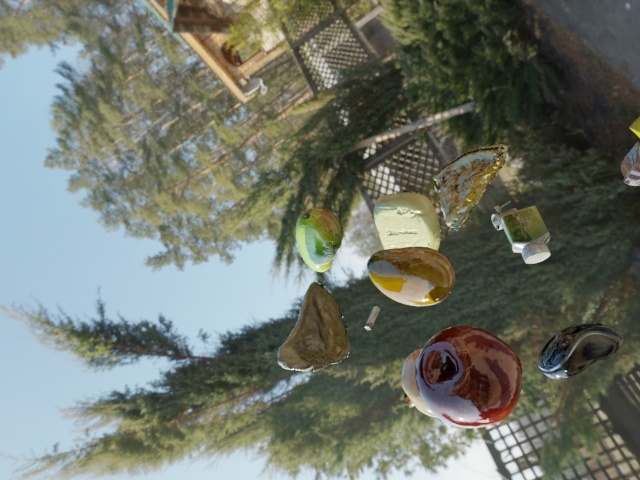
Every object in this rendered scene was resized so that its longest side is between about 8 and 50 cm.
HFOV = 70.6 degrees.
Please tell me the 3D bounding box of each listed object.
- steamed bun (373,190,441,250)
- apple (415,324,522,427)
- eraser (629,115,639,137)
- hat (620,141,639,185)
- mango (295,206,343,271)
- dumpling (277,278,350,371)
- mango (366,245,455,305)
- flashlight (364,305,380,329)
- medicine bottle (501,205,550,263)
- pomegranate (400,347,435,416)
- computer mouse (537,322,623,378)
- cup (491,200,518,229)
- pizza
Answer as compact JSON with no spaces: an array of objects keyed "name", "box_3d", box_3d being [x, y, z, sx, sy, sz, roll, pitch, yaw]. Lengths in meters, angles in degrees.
[{"name":"steamed bun","box_3d":[0.337,-0.058,1.689,0.166,0.232,0.272,-40,-66,-48]},{"name":"apple","box_3d":[0.324,0.298,0.994,0.201,0.218,0.218,27,-152,-26]},{"name":"eraser","box_3d":[0.789,-0.257,1.031,0.122,0.097,0.045,29,-156,-23]},{"name":"hat","box_3d":[0.596,-0.141,0.842,0.058,0.042,0.087,84,-154,-63]},{"name":"mango","box_3d":[0.000,0.000,1.213,0.232,0.126,0.111,77,-156,-48]},{"name":"dumpling","box_3d":[-0.012,0.240,1.117,0.166,0.086,0.332,44,-150,-8]},{"name":"mango","box_3d":[0.219,0.087,1.109,0.120,0.221,0.151,-38,-63,-48]},{"name":"flashlight","box_3d":[0.159,0.238,1.386,0.018,0.018,0.083,47,-132,-16]},{"name":"medicine bottle","box_3d":[0.756,-0.017,1.650,0.088,0.132,0.188,52,-157,-57]},{"name":"pomegranate","box_3d":[0.312,0.382,1.228,0.191,0.191,0.191,54,-166,-21]},{"name":"computer mouse","box_3d":[0.708,0.292,1.249,0.096,0.233,0.137,62,173,8]},{"name":"cup","box_3d":[0.796,-0.108,1.948,0.074,0.099,0.102,70,-178,-78]},{"name":"pizza","box_3d":[0.674,-0.294,2.184,0.080,0.434,0.392,28,-168,-21]}]
